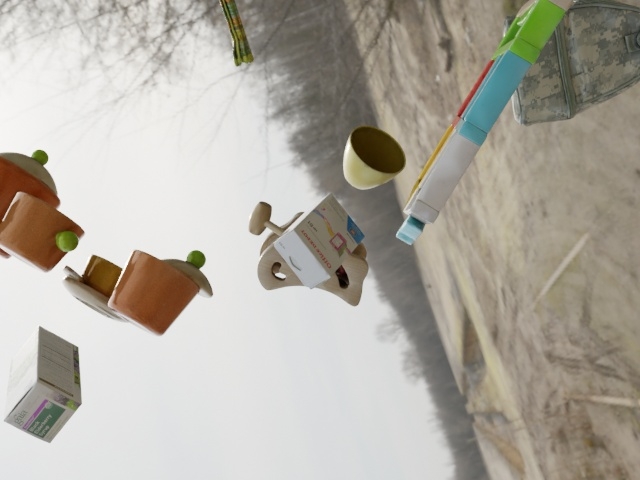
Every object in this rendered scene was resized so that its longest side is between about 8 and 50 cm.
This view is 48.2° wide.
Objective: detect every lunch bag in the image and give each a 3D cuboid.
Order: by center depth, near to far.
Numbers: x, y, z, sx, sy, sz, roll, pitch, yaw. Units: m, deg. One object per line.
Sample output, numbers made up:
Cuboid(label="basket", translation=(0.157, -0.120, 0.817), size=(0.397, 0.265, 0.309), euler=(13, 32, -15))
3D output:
Cuboid(label="lunch bag", translation=(0.480, -0.338, 1.340), size=(0.305, 0.256, 0.213), euler=(-31, -67, -73))

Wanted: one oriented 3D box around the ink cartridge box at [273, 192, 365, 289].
Cuboid(label="ink cartridge box", translation=(0.000, 0.000, 1.054), size=(0.088, 0.052, 0.122), euler=(51, -138, -7))

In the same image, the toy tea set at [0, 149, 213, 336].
Cuboid(label="toy tea set", translation=(-0.254, -0.019, 0.732), size=(0.336, 0.124, 0.200), euler=(29, 162, 3))

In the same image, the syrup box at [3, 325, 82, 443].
Cuboid(label="syrup box", translation=(-0.511, 0.260, 1.324), size=(0.096, 0.093, 0.237), euler=(38, -178, -27))

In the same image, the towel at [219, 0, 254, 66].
Cuboid(label="towel", translation=(-0.113, -0.292, 0.686), size=(0.102, 0.021, 0.237), euler=(-111, 2, -57))

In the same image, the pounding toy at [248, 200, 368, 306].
Cuboid(label="pounding toy", translation=(-0.035, 0.051, 1.344), size=(0.269, 0.154, 0.155), euler=(29, -157, -13))

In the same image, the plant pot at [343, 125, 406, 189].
Cuboid(label="plant pot", translation=(0.102, -0.165, 1.533), size=(0.095, 0.134, 0.134), euler=(-53, 44, 45))

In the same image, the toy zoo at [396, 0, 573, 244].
Cuboid(label="toy zoo", translation=(0.162, -0.125, 0.777), size=(0.030, 0.293, 0.192), euler=(31, -165, 1))
